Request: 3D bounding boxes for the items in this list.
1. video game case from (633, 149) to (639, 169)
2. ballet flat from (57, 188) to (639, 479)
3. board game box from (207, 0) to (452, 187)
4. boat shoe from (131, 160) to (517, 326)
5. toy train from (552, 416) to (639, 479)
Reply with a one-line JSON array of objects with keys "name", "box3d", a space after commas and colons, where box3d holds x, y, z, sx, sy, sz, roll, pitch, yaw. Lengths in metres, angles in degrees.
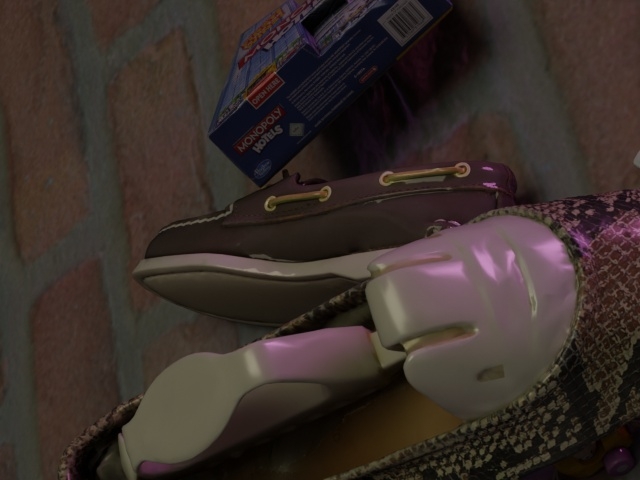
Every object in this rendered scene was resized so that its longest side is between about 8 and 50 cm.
[{"name": "video game case", "box3d": [0.288, -0.074, 1.094, 0.157, 0.019, 0.143, 40, 101, 46]}, {"name": "ballet flat", "box3d": [0.028, 0.090, 1.090, 0.483, 0.182, 0.164, -28, 56, 26]}, {"name": "board game box", "box3d": [-0.002, -0.151, 1.333, 0.194, 0.060, 0.194, -43, 18, 9]}, {"name": "boat shoe", "box3d": [0.000, 0.000, 1.277, 0.324, 0.116, 0.097, -4, 65, 39]}, {"name": "toy train", "box3d": [0.178, 0.155, 1.079, 0.125, 0.046, 0.166, 33, 95, 47]}]
